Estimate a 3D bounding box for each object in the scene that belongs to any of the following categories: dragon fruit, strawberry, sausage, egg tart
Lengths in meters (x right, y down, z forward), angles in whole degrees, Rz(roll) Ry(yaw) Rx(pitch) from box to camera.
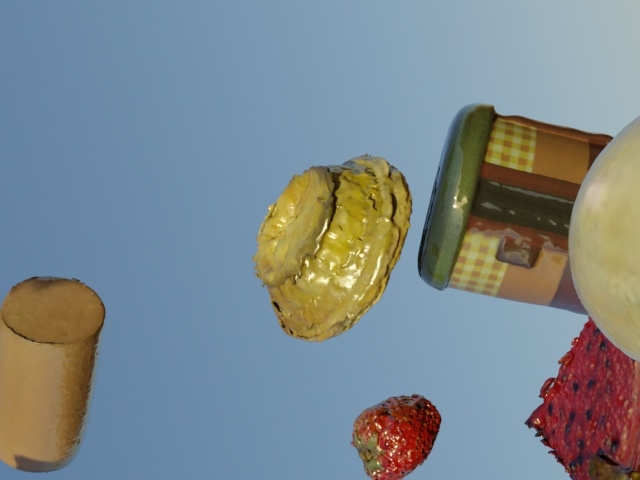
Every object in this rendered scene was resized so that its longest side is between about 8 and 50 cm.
[{"bbox_3d":[0.335,0.137,1.486,0.302,0.240,0.330,-36,-49,-71],"label":"dragon fruit"},{"bbox_3d":[0.076,0.193,1.417,0.083,0.096,0.083,50,165,18],"label":"strawberry"},{"bbox_3d":[-0.326,0.170,1.693,0.123,0.123,0.253,-78,1,-51],"label":"sausage"},{"bbox_3d":[0.000,0.000,1.250,0.074,0.191,0.191,23,-132,-26],"label":"egg tart"}]

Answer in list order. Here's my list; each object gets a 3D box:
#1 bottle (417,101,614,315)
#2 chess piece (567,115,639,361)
[{"bbox_3d":[0.206,0.004,0.962,0.143,0.271,0.156,-73,-4,-47],"label":"bottle"},{"bbox_3d":[0.200,0.015,0.545,0.261,0.143,0.143,19,-125,-40],"label":"chess piece"}]
